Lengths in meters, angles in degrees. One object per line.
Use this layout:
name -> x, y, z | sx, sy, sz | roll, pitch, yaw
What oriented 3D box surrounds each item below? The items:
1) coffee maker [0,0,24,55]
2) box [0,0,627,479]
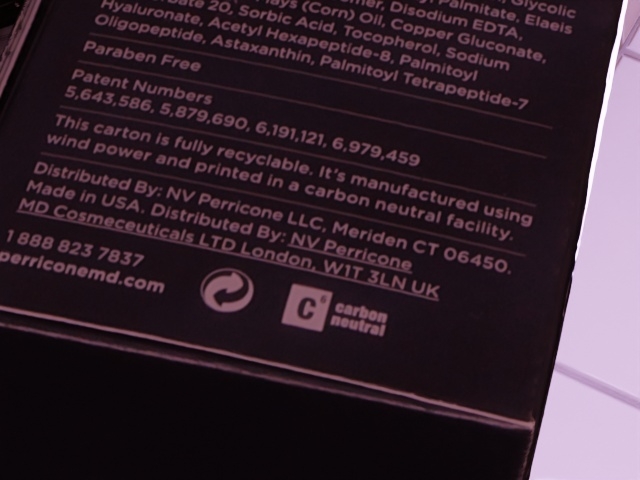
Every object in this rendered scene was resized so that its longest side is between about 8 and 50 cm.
coffee maker -> -0.223, -0.134, 1.072 | 0.120, 0.171, 0.178 | -6, 151, -24
box -> 0.000, 0.000, 1.111 | 0.480, 0.297, 0.472 | 93, 10, -55
